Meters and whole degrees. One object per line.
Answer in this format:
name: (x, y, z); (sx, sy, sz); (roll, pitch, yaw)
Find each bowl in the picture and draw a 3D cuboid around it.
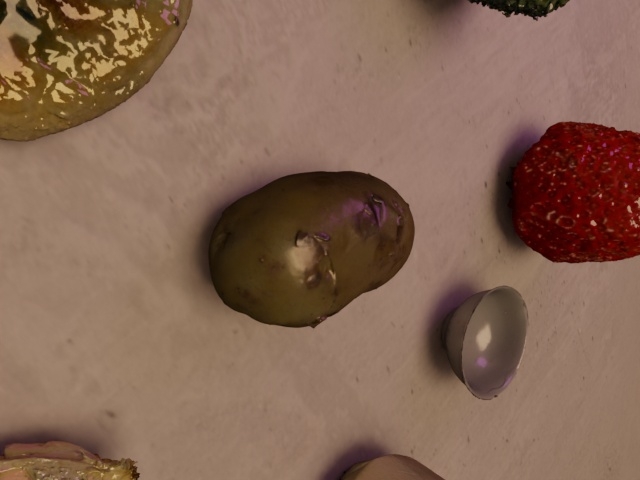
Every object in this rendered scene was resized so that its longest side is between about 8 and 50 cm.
bowl: (0.260, 0.162, 0.869); (0.189, 0.086, 0.189); (-5, 98, -38)

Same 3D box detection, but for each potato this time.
potato: (0.000, 0.000, 0.590); (0.262, 0.165, 0.165); (-23, 111, -37)

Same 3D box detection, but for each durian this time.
durian: (-0.275, 0.222, 0.455); (0.224, 0.078, 0.140); (30, 90, -27)

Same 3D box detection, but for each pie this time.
pie: (-0.256, -0.226, 0.395); (0.337, 0.075, 0.337); (-8, 102, -38)

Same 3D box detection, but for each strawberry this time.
strawberry: (0.470, -0.081, 0.883); (0.257, 0.277, 0.257); (-4, 97, -36)

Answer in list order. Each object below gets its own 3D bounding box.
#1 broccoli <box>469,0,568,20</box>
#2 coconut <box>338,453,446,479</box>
broccoli: (0.280, -0.451, 0.611); (0.275, 0.397, 0.353); (-5, 106, -13)
coconut: (0.116, 0.418, 0.703); (0.241, 0.241, 0.241); (-7, 101, -38)
